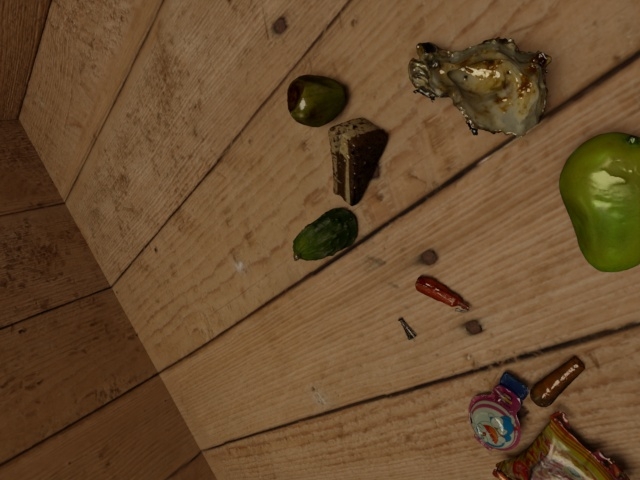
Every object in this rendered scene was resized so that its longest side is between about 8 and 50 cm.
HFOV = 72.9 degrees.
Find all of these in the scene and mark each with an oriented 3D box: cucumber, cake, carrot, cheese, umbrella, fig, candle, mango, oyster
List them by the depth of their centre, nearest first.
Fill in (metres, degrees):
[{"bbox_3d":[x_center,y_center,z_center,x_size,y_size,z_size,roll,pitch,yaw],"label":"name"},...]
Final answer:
[{"bbox_3d":[0.585,-0.078,0.845,0.185,0.149,0.273,-20,99,33],"label":"mango"},{"bbox_3d":[0.332,-0.343,0.953,0.337,0.133,0.198,25,122,31],"label":"oyster"},{"bbox_3d":[0.581,0.350,1.065,0.055,0.055,0.161,40,124,20],"label":"carrot"},{"bbox_3d":[0.480,0.468,1.169,0.155,0.062,0.244,37,123,39],"label":"cheese"},{"bbox_3d":[0.333,0.148,1.183,0.162,0.048,0.053,28,104,27],"label":"candle"},{"bbox_3d":[-0.009,-0.391,1.209,0.165,0.154,0.144,-4,89,7],"label":"fig"},{"bbox_3d":[0.109,-0.224,1.227,0.112,0.135,0.246,43,157,32],"label":"cake"},{"bbox_3d":[-0.003,-0.001,1.265,0.134,0.244,0.134,18,122,31],"label":"cucumber"},{"bbox_3d":[0.261,0.269,1.302,0.031,0.020,0.083,-38,76,39],"label":"umbrella"}]

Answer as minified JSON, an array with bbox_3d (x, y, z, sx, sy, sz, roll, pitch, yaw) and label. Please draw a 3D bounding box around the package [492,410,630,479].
[{"bbox_3d":[0.604,0.592,1.102,0.223,0.108,0.288,45,121,23],"label":"package"}]
